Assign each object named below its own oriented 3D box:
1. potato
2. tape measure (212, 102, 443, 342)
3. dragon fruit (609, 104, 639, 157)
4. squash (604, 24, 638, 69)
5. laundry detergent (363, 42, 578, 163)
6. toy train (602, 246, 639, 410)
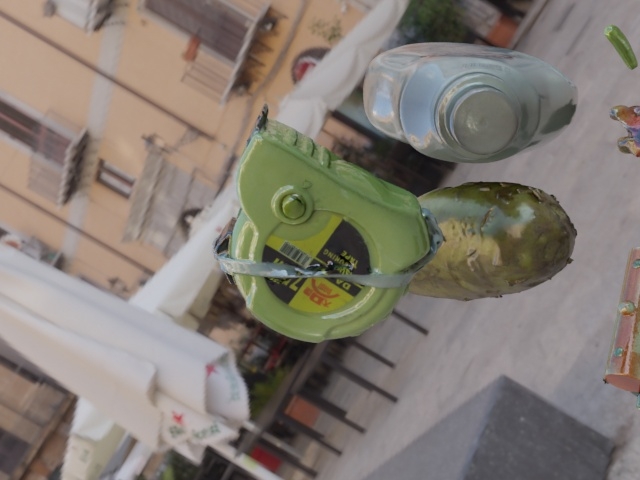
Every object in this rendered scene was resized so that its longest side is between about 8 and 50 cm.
[{"bbox_3d":[0.169,0.002,1.043,0.251,0.149,0.113,-10,45,50],"label":"potato"},{"bbox_3d":[0.000,0.000,0.821,0.175,0.200,0.106,-61,12,19],"label":"tape measure"},{"bbox_3d":[0.493,-0.144,1.266,0.150,0.208,0.133,-23,-51,-43],"label":"dragon fruit"},{"bbox_3d":[0.483,-0.310,1.478,0.027,0.089,0.027,-33,29,21],"label":"squash"},{"bbox_3d":[0.182,-0.159,1.059,0.398,0.264,0.124,-80,-6,-77],"label":"laundry detergent"},{"bbox_3d":[0.572,0.148,1.600,0.116,0.177,0.285,-6,60,51],"label":"toy train"}]
